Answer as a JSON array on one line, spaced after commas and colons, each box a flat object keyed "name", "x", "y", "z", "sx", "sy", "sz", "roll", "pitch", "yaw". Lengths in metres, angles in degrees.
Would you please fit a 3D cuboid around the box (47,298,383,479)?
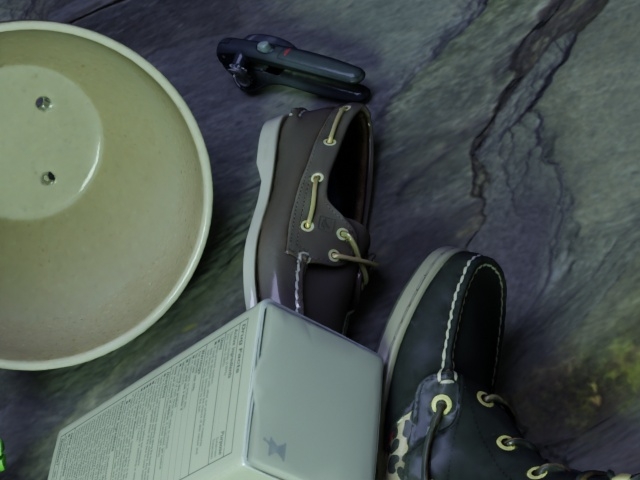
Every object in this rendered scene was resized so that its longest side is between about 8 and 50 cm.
[{"name": "box", "x": -0.095, "y": 0.182, "z": 1.304, "sx": 0.311, "sy": 0.121, "sz": 0.148, "roll": -32, "pitch": 41, "yaw": 44}]

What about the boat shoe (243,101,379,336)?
[{"name": "boat shoe", "x": 0.000, "y": 0.000, "z": 1.487, "sx": 0.096, "sy": 0.116, "sz": 0.324, "roll": -17, "pitch": 44, "yaw": 20}]

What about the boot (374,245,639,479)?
[{"name": "boot", "x": 0.169, "y": 0.180, "z": 1.228, "sx": 0.284, "sy": 0.138, "sz": 0.377, "roll": -2, "pitch": 59, "yaw": 33}]

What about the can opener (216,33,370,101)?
[{"name": "can opener", "x": -0.029, "y": -0.180, "z": 1.672, "sx": 0.186, "sy": 0.059, "sz": 0.073, "roll": 18, "pitch": 66, "yaw": 37}]

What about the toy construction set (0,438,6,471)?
[{"name": "toy construction set", "x": -0.333, "y": 0.270, "z": 1.369, "sx": 0.151, "sy": 0.215, "sz": 0.328, "roll": -2, "pitch": 16, "yaw": 9}]

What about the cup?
[{"name": "cup", "x": -0.286, "y": -0.071, "z": 1.590, "sx": 0.331, "sy": 0.331, "sz": 0.237, "roll": -36, "pitch": 22, "yaw": 0}]
